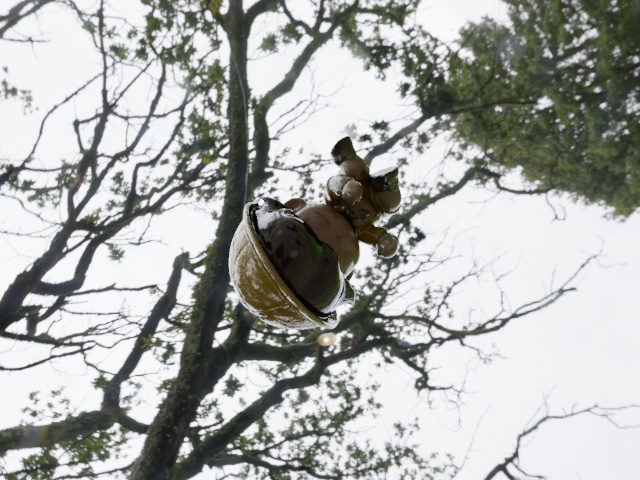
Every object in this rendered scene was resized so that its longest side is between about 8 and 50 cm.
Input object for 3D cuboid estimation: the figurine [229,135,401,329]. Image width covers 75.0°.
[{"bbox_3d":[-0.001,0.001,0.555,0.257,0.167,0.192,-41,-90,-21],"label":"figurine"}]
